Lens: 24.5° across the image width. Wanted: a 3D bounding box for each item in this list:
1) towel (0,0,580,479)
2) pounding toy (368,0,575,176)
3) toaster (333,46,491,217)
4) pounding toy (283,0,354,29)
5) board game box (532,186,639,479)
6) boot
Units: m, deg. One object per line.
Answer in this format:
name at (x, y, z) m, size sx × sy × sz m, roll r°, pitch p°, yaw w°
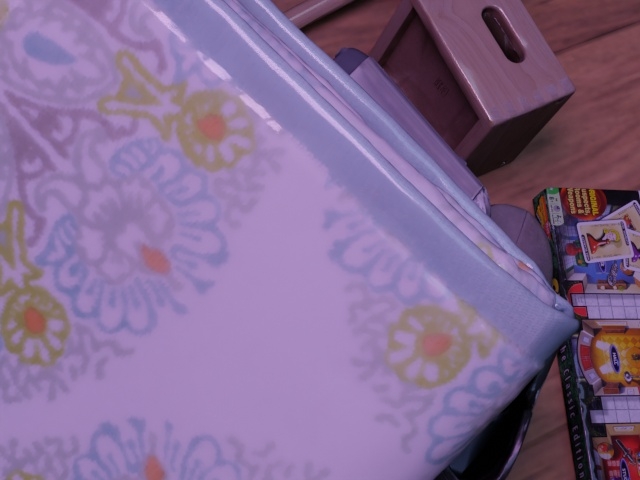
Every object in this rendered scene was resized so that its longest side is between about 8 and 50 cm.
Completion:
towel at (-0.097, 0.024, 0.814) m, size 0.374 × 0.090 × 0.320 m, roll 45°, pitch 106°, yaw 6°
pounding toy at (0.106, -0.133, 1.010) m, size 0.100 × 0.130 × 0.141 m, roll -23°, pitch 76°, yaw -24°
toaster at (0.000, 0.000, 0.923) m, size 0.146 × 0.129 × 0.227 m, roll 43°, pitch 62°, yaw 1°
pounding toy at (-0.012, -0.278, 1.047) m, size 0.183 × 0.110 × 0.237 m, roll -22°, pitch 75°, yaw -24°
board game box at (0.229, 0.087, 1.013) m, size 0.136 × 0.030 × 0.260 m, roll 2°, pitch 67°, yaw -19°
boot at (0.115, 0.062, 0.912) m, size 0.083 × 0.161 × 0.246 m, roll 26°, pitch 63°, yaw -6°
